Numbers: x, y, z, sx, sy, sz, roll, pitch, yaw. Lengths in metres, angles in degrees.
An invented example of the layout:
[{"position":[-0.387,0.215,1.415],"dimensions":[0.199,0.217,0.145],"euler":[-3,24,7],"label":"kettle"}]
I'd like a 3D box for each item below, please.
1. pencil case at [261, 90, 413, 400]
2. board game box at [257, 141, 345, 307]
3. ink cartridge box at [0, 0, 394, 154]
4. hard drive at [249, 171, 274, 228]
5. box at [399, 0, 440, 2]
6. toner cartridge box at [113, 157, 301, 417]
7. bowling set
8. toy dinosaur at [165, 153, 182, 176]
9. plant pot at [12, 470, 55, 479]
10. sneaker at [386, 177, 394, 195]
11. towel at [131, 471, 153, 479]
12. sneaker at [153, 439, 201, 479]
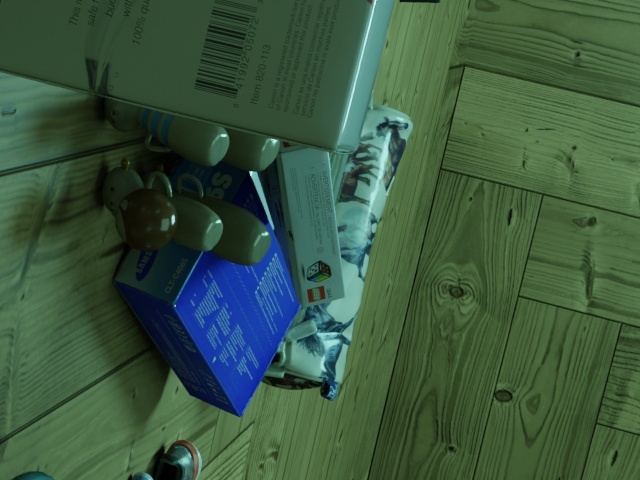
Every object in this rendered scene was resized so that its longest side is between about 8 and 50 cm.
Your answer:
[{"position":[0.000,0.000,2.190],"dimensions":[0.183,0.160,0.410],"euler":[154,-49,-85],"label":"pencil case"},{"position":[-0.039,-0.101,1.689],"dimensions":[0.305,0.053,0.193],"euler":[-109,-171,-50],"label":"board game box"},{"position":[-0.092,-0.190,1.116],"dimensions":[0.117,0.283,0.207],"euler":[-14,118,-82],"label":"ink cartridge box"},{"position":[-0.073,-0.093,2.003],"dimensions":[0.210,0.040,0.319],"euler":[69,37,-72],"label":"hard drive"},{"position":[0.137,-0.493,2.272],"dimensions":[0.270,0.060,0.216],"euler":[-94,-173,-47],"label":"box"},{"position":[-0.112,0.055,1.774],"dimensions":[0.165,0.075,0.348],"euler":[-63,161,-19],"label":"toner cartridge box"},{"position":[-0.145,-0.084,1.467],"dimensions":[0.200,0.154,0.287],"euler":[-32,140,-48],"label":"bowling set"},{"position":[-0.136,-0.104,1.723],"dimensions":[0.090,0.047,0.082],"euler":[-40,173,-7],"label":"toy dinosaur"},{"position":[-0.155,0.418,1.470],"dimensions":[0.341,0.334,0.341],"euler":[15,90,-79],"label":"plant pot"},{"position":[0.060,-0.121,2.524],"dimensions":[0.228,0.092,0.087],"euler":[43,64,-77],"label":"sneaker"},{"position":[-0.243,0.423,1.838],"dimensions":[0.209,0.034,0.285],"euler":[93,16,-45],"label":"towel"},{"position":[-0.185,0.319,1.967],"dimensions":[0.065,0.061,0.158],"euler":[-18,115,-62],"label":"sneaker"}]
